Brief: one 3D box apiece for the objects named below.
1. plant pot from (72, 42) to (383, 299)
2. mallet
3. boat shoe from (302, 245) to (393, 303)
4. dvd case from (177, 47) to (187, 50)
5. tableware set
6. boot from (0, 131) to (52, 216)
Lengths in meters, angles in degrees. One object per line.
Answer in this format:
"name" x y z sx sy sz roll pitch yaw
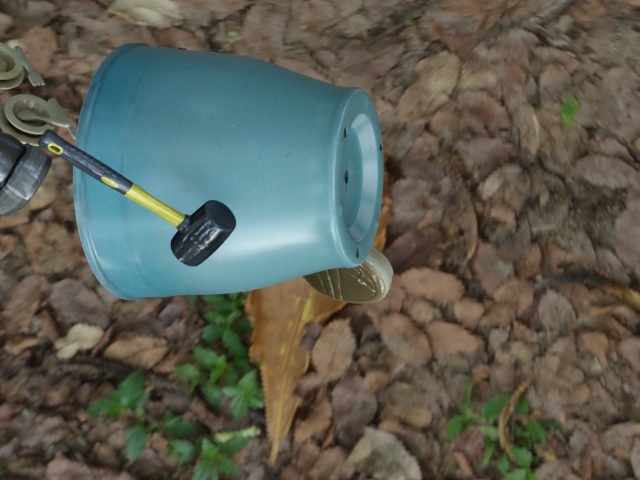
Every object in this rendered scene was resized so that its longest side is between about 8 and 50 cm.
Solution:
"plant pot" -0.076 -0.066 1.340 0.255 0.271 0.272 3 101 17
"mallet" -0.158 -0.047 1.146 0.062 0.039 0.189 -35 121 29
"boat shoe" 0.000 0.000 1.824 0.302 0.098 0.109 20 135 45
"dvd case" -0.176 -0.090 1.647 0.180 0.022 0.253 -37 76 26
"tableware set" -0.429 -0.213 1.814 0.194 0.128 0.039 54 135 21
"boot" -0.402 -0.103 1.277 0.229 0.091 0.263 35 148 -24
